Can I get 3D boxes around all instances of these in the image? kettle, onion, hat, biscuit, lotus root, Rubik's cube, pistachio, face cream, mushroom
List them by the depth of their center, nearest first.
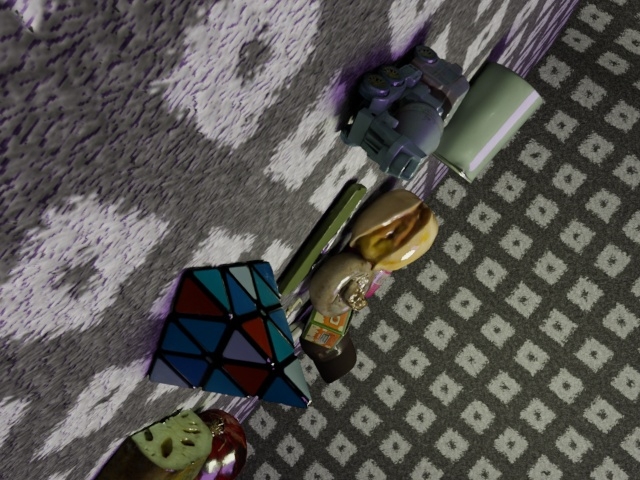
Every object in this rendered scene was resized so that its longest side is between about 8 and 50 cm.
[{"bbox_3d":[-0.199,0.156,0.685,0.234,0.284,0.250,-31,146,12],"label":"Rubik's cube"},{"bbox_3d":[-0.394,0.548,1.005,0.260,0.149,0.267,-51,166,0],"label":"lotus root"},{"bbox_3d":[0.000,0.000,1.031,0.323,0.038,0.099,-54,165,20],"label":"biscuit"},{"bbox_3d":[-0.332,0.612,1.265,0.281,0.221,0.281,21,90,-77],"label":"onion"},{"bbox_3d":[0.229,-0.035,1.349,0.308,0.230,0.230,-37,164,-31],"label":"pistachio"},{"bbox_3d":[0.074,0.145,1.382,0.226,0.178,0.227,-38,149,-28],"label":"mushroom"},{"bbox_3d":[0.486,-0.377,1.405,0.205,0.265,0.318,18,115,-43],"label":"kettle"},{"bbox_3d":[0.167,0.072,1.551,0.195,0.175,0.175,-52,169,16],"label":"face cream"},{"bbox_3d":[0.001,0.413,1.862,0.238,0.336,0.209,-35,131,7],"label":"hat"}]

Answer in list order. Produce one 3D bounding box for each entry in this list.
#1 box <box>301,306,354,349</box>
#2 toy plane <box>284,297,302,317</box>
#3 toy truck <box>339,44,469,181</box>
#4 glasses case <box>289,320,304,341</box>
[{"bbox_3d":[0.035,0.297,1.719,0.195,0.148,0.178,113,-1,-57],"label":"box"},{"bbox_3d":[-0.127,0.213,1.057,0.242,0.104,0.256,-43,167,-21],"label":"toy plane"},{"bbox_3d":[0.140,-0.194,0.685,0.256,0.140,0.108,-41,165,-38],"label":"toy truck"},{"bbox_3d":[-0.128,0.374,1.674,0.092,0.059,0.233,-59,168,23],"label":"glasses case"}]
